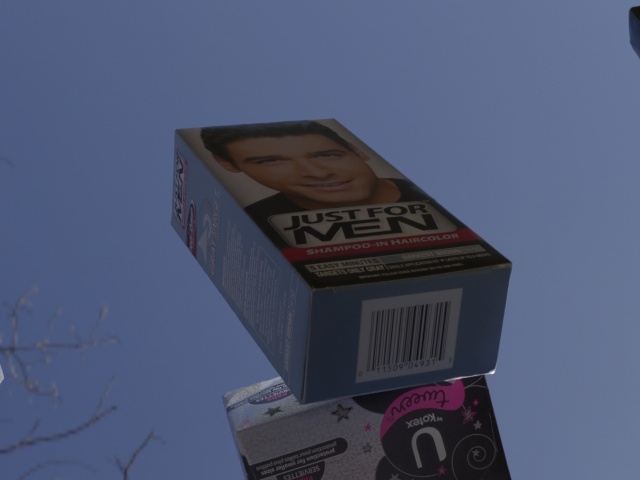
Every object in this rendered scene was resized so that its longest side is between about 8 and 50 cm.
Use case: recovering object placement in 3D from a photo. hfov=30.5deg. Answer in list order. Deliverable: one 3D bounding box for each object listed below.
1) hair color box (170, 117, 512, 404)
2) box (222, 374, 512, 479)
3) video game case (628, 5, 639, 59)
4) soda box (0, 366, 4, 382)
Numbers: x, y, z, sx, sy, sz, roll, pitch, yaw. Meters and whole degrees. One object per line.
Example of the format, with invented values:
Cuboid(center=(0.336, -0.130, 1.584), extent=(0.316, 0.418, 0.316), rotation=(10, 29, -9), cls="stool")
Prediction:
Cuboid(center=(0.000, 0.000, 1.104), extent=(0.185, 0.113, 0.374), rotation=(-6, -154, -23), cls="hair color box")
Cuboid(center=(0.044, 0.203, 1.161), extent=(0.247, 0.163, 0.142), rotation=(-17, -170, -8), cls="box")
Cuboid(center=(0.335, -0.094, 0.674), extent=(0.248, 0.035, 0.275), rotation=(-9, -148, 4), cls="video game case")
Cuboid(center=(-0.289, 0.005, 0.733), extent=(0.091, 0.286, 0.098), rotation=(3, -146, 14), cls="soda box")
